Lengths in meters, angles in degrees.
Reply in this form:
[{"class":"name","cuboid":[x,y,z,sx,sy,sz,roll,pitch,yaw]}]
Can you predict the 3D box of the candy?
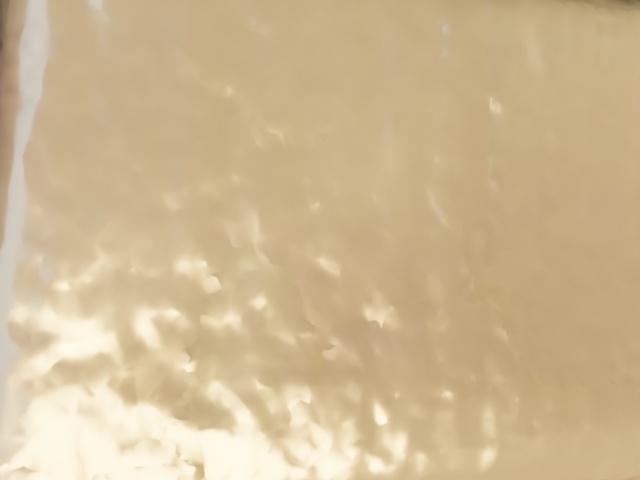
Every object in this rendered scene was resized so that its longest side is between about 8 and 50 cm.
[{"class":"candy","cuboid":[0.001,0.003,0.528,0.358,0.145,0.208,1,91,-35]}]
